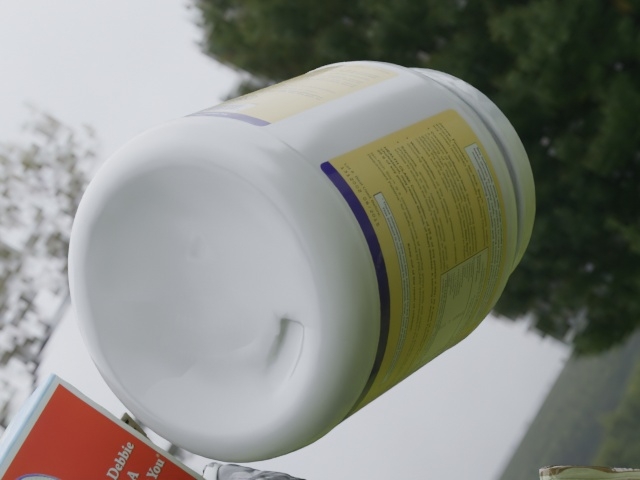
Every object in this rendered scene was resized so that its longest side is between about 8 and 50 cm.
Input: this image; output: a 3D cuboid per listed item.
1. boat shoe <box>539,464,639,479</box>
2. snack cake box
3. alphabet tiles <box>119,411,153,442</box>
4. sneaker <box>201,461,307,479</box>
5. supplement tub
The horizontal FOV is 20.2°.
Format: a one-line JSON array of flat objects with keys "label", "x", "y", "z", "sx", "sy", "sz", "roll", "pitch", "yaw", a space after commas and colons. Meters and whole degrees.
[{"label": "boat shoe", "x": 0.233, "y": 0.202, "z": 1.407, "sx": 0.050, "sy": 0.135, "sz": 0.045, "roll": 154, "pitch": 120, "yaw": -70}, {"label": "snack cake box", "x": -0.197, "y": 0.241, "z": 1.247, "sx": 0.089, "sy": 0.152, "sz": 0.264, "roll": -47, "pitch": 11, "yaw": 43}, {"label": "alphabet tiles", "x": -0.224, "y": 0.276, "z": 1.838, "sx": 0.009, "sy": 0.237, "sz": 0.198, "roll": -8, "pitch": 39, "yaw": 41}, {"label": "sneaker", "x": -0.058, "y": 0.273, "z": 1.759, "sx": 0.283, "sy": 0.124, "sz": 0.107, "roll": 11, "pitch": -107, "yaw": -85}, {"label": "supplement tub", "x": 0.000, "y": 0.000, "z": 1.316, "sx": 0.331, "sy": 0.241, "sz": 0.241, "roll": -26, "pitch": -34, "yaw": -56}]
